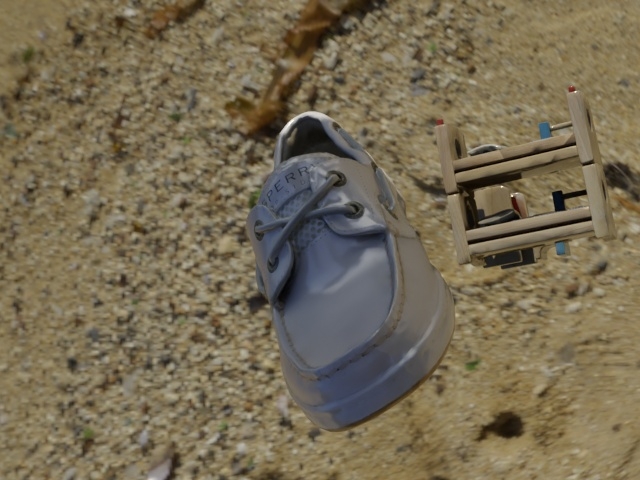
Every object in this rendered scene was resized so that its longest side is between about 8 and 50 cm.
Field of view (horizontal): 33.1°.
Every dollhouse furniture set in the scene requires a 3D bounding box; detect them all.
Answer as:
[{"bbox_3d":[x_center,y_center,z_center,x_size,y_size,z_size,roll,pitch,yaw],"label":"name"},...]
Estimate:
[{"bbox_3d":[0.198,-0.049,0.985,0.129,0.184,0.129,-12,83,21],"label":"dollhouse furniture set"}]

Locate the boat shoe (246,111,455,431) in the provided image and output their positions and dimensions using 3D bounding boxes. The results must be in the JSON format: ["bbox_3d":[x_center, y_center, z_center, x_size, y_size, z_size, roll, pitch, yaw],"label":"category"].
[{"bbox_3d":[0.000,0.000,0.588,0.098,0.277,0.096,-31,112,8],"label":"boat shoe"}]
